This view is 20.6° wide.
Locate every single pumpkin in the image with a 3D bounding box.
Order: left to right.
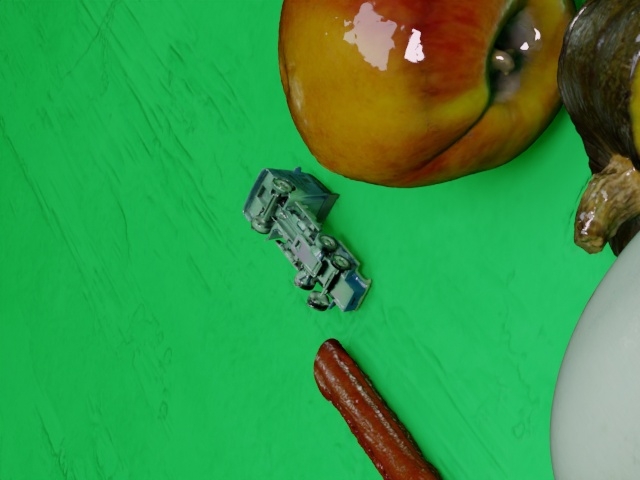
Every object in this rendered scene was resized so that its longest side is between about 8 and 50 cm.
[{"bbox_3d":[0.232,-0.097,1.297,0.131,0.126,0.248,46,122,59],"label":"pumpkin"}]

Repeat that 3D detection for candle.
[{"bbox_3d":[0.060,0.186,1.606,0.051,0.048,0.329,-57,32,12],"label":"candle"}]

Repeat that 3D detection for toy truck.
[{"bbox_3d":[0.000,0.000,1.769,0.175,0.081,0.067,50,128,32],"label":"toy truck"}]

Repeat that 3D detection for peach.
[{"bbox_3d":[0.078,-0.167,1.473,0.281,0.238,0.281,-26,44,28],"label":"peach"}]

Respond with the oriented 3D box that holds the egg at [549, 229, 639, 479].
[{"bbox_3d":[0.282,0.061,1.046,0.371,0.230,0.230,-56,36,26],"label":"egg"}]
